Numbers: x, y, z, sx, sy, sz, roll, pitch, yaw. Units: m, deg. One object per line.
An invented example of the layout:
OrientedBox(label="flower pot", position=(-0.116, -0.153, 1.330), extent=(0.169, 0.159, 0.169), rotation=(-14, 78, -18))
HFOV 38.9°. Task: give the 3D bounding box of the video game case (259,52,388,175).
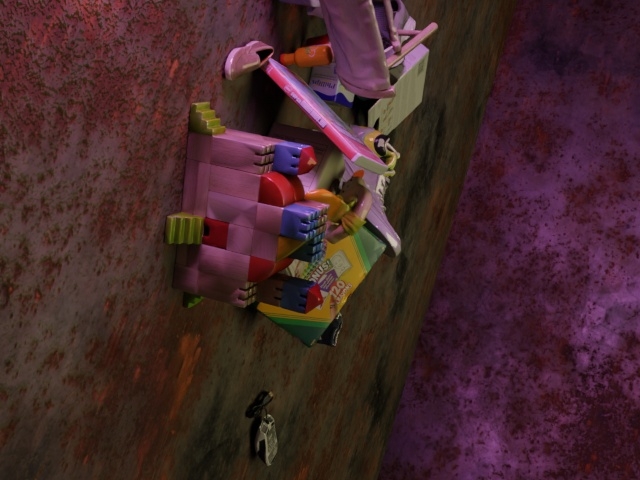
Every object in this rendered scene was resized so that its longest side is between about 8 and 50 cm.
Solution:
OrientedBox(label="video game case", position=(0.007, -0.243, 1.773), extent=(0.025, 0.285, 0.204), rotation=(-46, 165, 12))

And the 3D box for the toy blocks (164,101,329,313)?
OrientedBox(label="toy blocks", position=(-0.107, -0.032, 1.579), extent=(0.191, 0.261, 0.381), rotation=(-28, 128, -65))

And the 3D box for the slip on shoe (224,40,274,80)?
OrientedBox(label="slip on shoe", position=(-0.130, -0.327, 1.651), extent=(0.135, 0.041, 0.051), rotation=(-48, 146, -54))

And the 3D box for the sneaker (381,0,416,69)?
OrientedBox(label="sneaker", position=(0.163, -0.514, 2.289), extent=(0.108, 0.100, 0.271), rotation=(60, 35, -36))

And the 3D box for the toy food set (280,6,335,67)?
OrientedBox(label="toy food set", position=(-0.007, -0.443, 1.872), extent=(0.111, 0.104, 0.232), rotation=(48, 45, -59))

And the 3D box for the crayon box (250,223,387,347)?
OrientedBox(label="crayon box", position=(-0.009, 0.068, 1.941), extent=(0.165, 0.081, 0.278), rotation=(38, 87, -25))

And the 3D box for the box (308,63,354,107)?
OrientedBox(label="box", position=(0.034, -0.376, 2.040), extent=(0.126, 0.072, 0.137), rotation=(-3, 106, -70))

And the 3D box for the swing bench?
OrientedBox(label="swing bench", position=(0.090, -0.450, 1.744), extent=(0.255, 0.165, 0.253), rotation=(-58, 145, -37))

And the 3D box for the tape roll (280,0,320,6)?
OrientedBox(label="tape roll", position=(-0.027, -0.563, 1.737), extent=(0.219, 0.072, 0.219), rotation=(14, 90, -71))

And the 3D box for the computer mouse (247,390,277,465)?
OrientedBox(label="computer mouse", position=(-0.139, 0.456, 2.165), extent=(0.106, 0.042, 0.193), rotation=(-54, 146, -57))

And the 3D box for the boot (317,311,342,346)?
OrientedBox(label="boot", position=(0.023, 0.180, 2.364), extent=(0.069, 0.086, 0.190), rotation=(18, 86, -71))

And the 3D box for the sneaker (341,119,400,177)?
OrientedBox(label="sneaker", position=(0.129, -0.182, 2.326), extent=(0.384, 0.147, 0.145), rotation=(41, 62, -70))

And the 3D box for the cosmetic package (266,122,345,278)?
OrientedBox(label="cosmetic package", position=(-0.071, -0.073, 1.827), extent=(0.129, 0.153, 0.296), rotation=(71, 38, -60))

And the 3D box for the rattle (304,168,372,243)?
OrientedBox(label="rattle", position=(0.024, -0.101, 1.803), extent=(0.130, 0.143, 0.200), rotation=(-50, -157, 46))

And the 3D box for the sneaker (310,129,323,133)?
OrientedBox(label="sneaker", position=(-0.021, -0.182, 2.015), extent=(0.068, 0.071, 0.170), rotation=(77, 33, -52))

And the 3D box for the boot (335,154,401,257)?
OrientedBox(label="boot", position=(0.121, -0.093, 2.029), extent=(0.123, 0.258, 0.095), rotation=(-42, -175, -20))

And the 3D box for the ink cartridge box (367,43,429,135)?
OrientedBox(label="ink cartridge box", position=(0.185, -0.376, 2.421), extent=(0.239, 0.060, 0.275), rotation=(-45, 164, -13))

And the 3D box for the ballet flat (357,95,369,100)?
OrientedBox(label="ballet flat", position=(0.094, -0.403, 2.244), extent=(0.168, 0.057, 0.052), rotation=(59, 19, -69))
